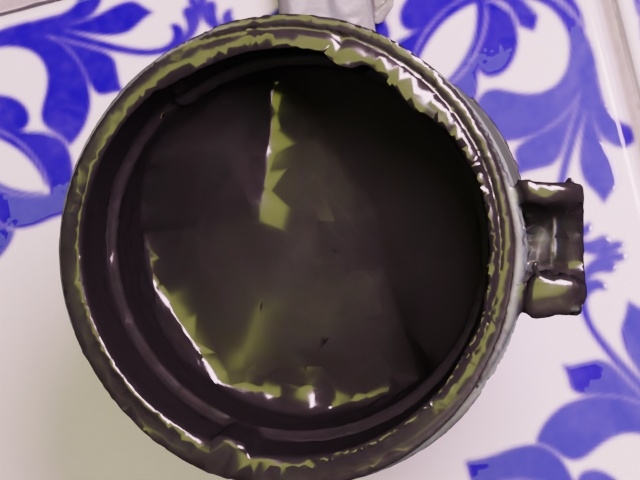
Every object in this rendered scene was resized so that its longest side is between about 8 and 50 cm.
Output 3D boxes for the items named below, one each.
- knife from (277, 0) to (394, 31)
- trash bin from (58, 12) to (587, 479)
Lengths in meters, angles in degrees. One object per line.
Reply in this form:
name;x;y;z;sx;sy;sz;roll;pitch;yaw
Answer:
knife;-0.001;-0.234;1.051;0.073;0.040;0.265;-8;80;0
trash bin;0.000;0.000;0.884;0.277;0.262;0.217;2;93;8
